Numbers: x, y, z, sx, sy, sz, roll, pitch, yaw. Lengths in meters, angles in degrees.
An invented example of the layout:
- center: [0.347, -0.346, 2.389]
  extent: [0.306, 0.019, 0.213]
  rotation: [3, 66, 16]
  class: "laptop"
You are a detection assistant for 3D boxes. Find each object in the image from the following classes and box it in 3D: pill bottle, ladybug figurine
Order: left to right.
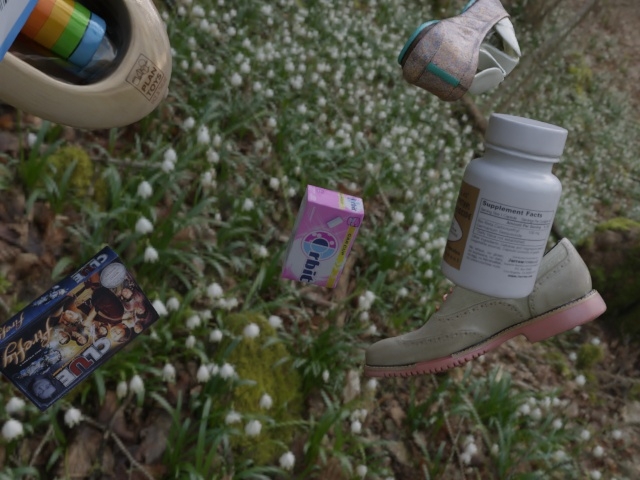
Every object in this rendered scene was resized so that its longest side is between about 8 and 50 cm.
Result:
- center: [-0.443, -0.349, 1.194]
  extent: [0.449, 0.305, 0.162]
  rotation: [36, -18, -35]
  class: "ladybug figurine"
- center: [0.250, -0.048, 1.001]
  extent: [0.131, 0.229, 0.131]
  rotation: [11, 17, -3]
  class: "pill bottle"

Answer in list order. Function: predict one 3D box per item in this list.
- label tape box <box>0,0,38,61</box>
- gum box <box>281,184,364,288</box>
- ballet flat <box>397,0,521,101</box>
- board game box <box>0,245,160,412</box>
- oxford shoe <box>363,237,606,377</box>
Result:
- center: [-0.328, -0.242, 0.445]
  extent: [0.348, 0.115, 0.249]
  rotation: [8, 55, 3]
  class: "label tape box"
- center: [0.000, 0.000, 1.395]
  extent: [0.107, 0.188, 0.062]
  rotation: [14, 32, -10]
  class: "gum box"
- center: [0.197, -0.243, 0.961]
  extent: [0.106, 0.107, 0.316]
  rotation: [36, 39, 8]
  class: "ballet flat"
- center: [-0.396, 0.144, 1.194]
  extent: [0.243, 0.165, 0.042]
  rotation: [-40, 47, -18]
  class: "board game box"
- center: [0.242, 0.116, 1.206]
  extent: [0.397, 0.146, 0.140]
  rotation: [-22, -2, 12]
  class: "oxford shoe"
